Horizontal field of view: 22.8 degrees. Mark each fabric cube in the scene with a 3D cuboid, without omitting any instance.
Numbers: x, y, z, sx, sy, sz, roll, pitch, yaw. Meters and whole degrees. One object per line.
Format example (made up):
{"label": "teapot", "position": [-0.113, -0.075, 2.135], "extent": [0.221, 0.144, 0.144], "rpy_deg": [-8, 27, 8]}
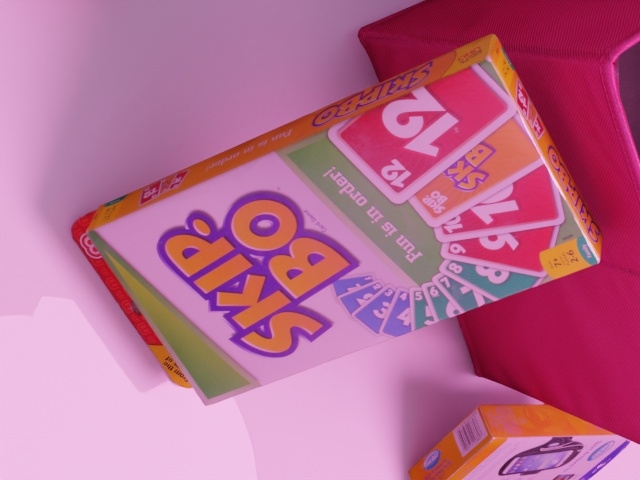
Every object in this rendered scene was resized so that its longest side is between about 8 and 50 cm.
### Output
{"label": "fabric cube", "position": [0.219, -0.053, 0.921], "extent": [0.254, 0.258, 0.259], "rpy_deg": [-28, 111, -19]}

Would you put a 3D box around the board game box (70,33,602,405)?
{"label": "board game box", "position": [0.000, 0.000, 0.816], "extent": [0.124, 0.259, 0.039], "rpy_deg": [58, 28, -22]}

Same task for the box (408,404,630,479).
{"label": "box", "position": [0.132, 0.135, 1.007], "extent": [0.136, 0.081, 0.028], "rpy_deg": [3, 52, -38]}
